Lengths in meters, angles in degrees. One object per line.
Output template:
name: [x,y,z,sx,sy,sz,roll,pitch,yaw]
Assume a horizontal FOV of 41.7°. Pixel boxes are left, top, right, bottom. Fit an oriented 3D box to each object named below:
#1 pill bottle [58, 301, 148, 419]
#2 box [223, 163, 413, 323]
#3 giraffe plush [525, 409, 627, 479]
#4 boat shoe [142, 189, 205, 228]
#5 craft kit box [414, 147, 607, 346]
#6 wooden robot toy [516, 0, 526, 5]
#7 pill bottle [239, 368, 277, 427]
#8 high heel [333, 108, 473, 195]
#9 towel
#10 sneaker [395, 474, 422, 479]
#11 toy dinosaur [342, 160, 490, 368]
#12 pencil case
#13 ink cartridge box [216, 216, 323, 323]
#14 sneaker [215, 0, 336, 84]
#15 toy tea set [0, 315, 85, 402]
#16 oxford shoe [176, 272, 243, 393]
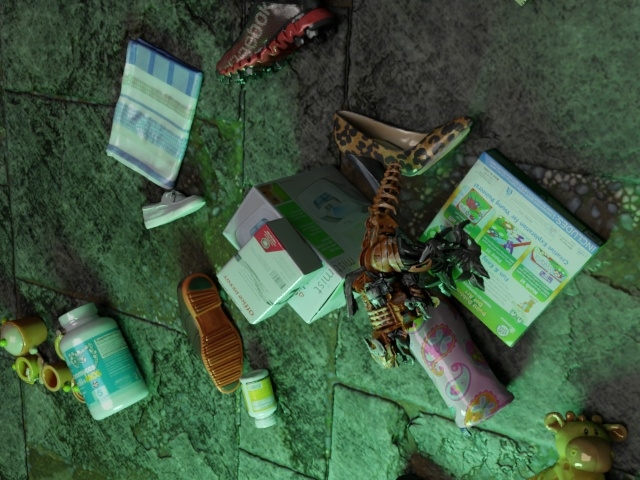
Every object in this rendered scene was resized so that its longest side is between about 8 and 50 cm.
pill bottle: [-0.532,0.286,2.025,0.146,0.146,0.264,-30,86,36]
box: [0.000,0.000,1.521,0.231,0.262,0.126,45,123,16]
giraffe plush: [0.444,0.383,1.416,0.210,0.182,0.170,33,113,62]
boat shoe: [-0.326,-0.078,1.844,0.184,0.066,0.063,-18,94,45]
craft kit box: [0.313,0.013,1.445,0.250,0.061,0.246,44,120,16]
wooden robot toy: [0.371,-0.416,1.280,0.079,0.076,0.173,45,124,3]
pill bottle: [-0.131,0.343,1.823,0.065,0.065,0.116,-9,97,35]
high heel: [0.133,-0.199,1.476,0.261,0.093,0.186,-35,89,44]
towel: [-0.367,-0.273,1.831,0.209,0.034,0.284,31,118,22]
sneaker: [0.237,0.587,1.632,0.270,0.090,0.144,31,119,27]
toy dinosaur: [0.141,0.040,1.373,0.164,0.219,0.321,-137,46,-68]
pencil case: [0.226,0.202,1.515,0.124,0.124,0.284,-36,83,35]
ink cartridge box: [-0.085,0.051,1.392,0.150,0.063,0.109,-44,78,33]
sneaker: [-0.102,-0.392,1.581,0.276,0.098,0.135,-25,89,34]
toy tea set: [-0.706,0.313,2.161,0.336,0.124,0.199,9,108,32]
oxford shoe: [-0.247,0.207,1.861,0.098,0.097,0.271,-19,88,56]
